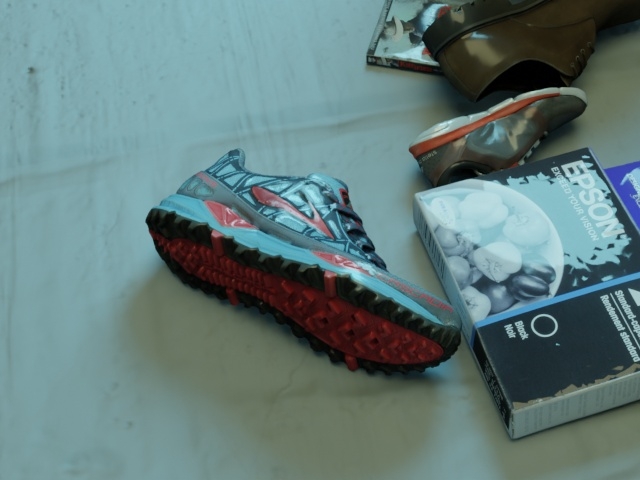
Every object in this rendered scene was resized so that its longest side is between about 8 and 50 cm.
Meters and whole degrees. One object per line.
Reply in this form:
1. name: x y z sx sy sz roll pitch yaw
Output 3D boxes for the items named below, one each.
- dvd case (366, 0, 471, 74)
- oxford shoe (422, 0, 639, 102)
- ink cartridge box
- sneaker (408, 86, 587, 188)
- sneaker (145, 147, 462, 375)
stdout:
1. dvd case: 0.109 -0.185 1.034 0.119 0.013 0.087 11 56 13
2. oxford shoe: 0.204 -0.170 0.984 0.227 0.083 0.096 -22 75 -17
3. ink cartridge box: 0.200 0.024 0.856 0.208 0.045 0.206 -15 54 -8
4. sneaker: 0.152 -0.078 0.938 0.157 0.061 0.065 -20 82 -9
5. sneaker: 0.000 0.000 0.854 0.261 0.104 0.125 26 58 21
